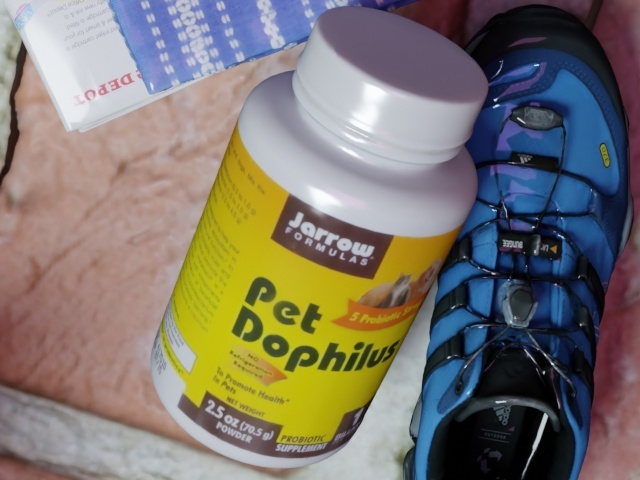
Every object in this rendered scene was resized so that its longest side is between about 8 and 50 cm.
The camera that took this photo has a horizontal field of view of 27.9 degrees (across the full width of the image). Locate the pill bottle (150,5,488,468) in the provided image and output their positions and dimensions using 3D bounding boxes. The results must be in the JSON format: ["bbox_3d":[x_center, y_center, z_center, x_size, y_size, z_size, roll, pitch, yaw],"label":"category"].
[{"bbox_3d":[0.000,0.000,0.623,0.117,0.117,0.215,20,122,-6],"label":"pill bottle"}]

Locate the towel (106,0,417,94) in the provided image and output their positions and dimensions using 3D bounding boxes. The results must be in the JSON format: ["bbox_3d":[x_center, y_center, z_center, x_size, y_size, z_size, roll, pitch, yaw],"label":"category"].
[{"bbox_3d":[0.034,-0.232,0.594,0.336,0.040,0.243,-21,103,-5],"label":"towel"}]

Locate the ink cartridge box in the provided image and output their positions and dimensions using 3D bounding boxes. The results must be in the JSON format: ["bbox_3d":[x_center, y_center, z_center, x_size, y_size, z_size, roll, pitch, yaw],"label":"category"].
[{"bbox_3d":[-0.109,-0.127,0.645,0.088,0.052,0.122,-22,103,5],"label":"ink cartridge box"}]

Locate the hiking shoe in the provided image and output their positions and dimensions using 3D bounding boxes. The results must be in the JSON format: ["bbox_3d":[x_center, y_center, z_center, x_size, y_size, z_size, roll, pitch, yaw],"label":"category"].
[{"bbox_3d":[0.108,0.037,0.653,0.113,0.132,0.304,2,106,-1],"label":"hiking shoe"}]
